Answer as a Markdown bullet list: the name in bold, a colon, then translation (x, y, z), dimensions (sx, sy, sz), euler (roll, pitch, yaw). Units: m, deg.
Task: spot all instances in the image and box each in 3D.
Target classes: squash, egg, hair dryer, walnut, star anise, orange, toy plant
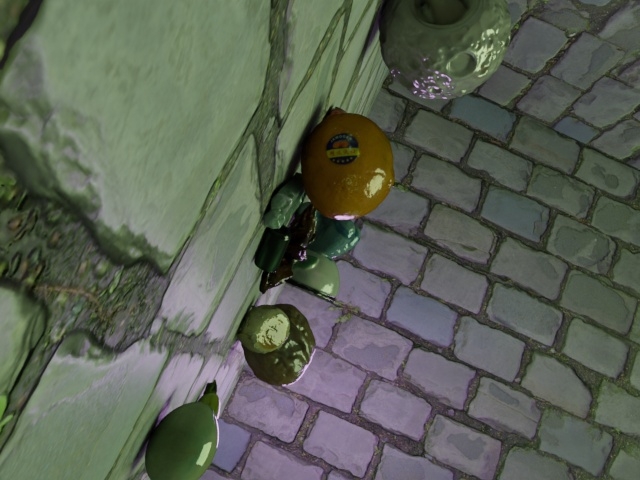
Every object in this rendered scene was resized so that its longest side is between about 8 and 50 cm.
- **squash**: translation (-0.297, 0.451, 1.508), dimensions (0.200, 0.075, 0.090), euler (-66, 154, -46)
- **egg**: translation (-0.235, 0.351, 1.001), dimensions (0.152, 0.114, 0.114), euler (-59, 177, -21)
- **hair dryer**: translation (-0.099, -0.014, 1.329), dimensions (0.197, 0.057, 0.100), euler (-83, -163, -65)
- **walnut**: translation (-0.139, 0.349, 1.953), dimensions (0.227, 0.273, 0.273), euler (-27, -172, 12)
- **star anise**: translation (-0.083, 0.025, 1.594), dimensions (0.288, 0.088, 0.288), euler (-52, -167, 17)
- **orange**: translation (0.055, -0.151, 1.192), dimensions (0.219, 0.193, 0.219), euler (176, -90, -86)
- **toy plant**: translation (0.000, 0.000, 1.822), dimensions (0.247, 0.247, 0.332), euler (97, 16, -87)

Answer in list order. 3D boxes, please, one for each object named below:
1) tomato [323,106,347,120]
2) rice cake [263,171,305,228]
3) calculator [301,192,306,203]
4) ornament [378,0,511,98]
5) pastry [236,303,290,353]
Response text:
- **tomato**: translation (0.038, -0.225, 1.404), dimensions (0.173, 0.099, 0.189), euler (-63, 178, 8)
- **rice cake**: translation (-0.066, -0.083, 1.188), dimensions (0.226, 0.040, 0.085), euler (-63, 179, -72)
- **calculator**: translation (-0.036, -0.155, 1.630), dimensions (0.057, 0.018, 0.172), euler (-63, 179, -20)
- **ornament**: translation (0.319, -0.530, 1.511), dimensions (0.337, 0.337, 0.337), euler (25, 90, -89)
- **pastry**: translation (-0.170, 0.269, 1.769), dimensions (0.088, 0.166, 0.165), euler (24, -92, 51)
